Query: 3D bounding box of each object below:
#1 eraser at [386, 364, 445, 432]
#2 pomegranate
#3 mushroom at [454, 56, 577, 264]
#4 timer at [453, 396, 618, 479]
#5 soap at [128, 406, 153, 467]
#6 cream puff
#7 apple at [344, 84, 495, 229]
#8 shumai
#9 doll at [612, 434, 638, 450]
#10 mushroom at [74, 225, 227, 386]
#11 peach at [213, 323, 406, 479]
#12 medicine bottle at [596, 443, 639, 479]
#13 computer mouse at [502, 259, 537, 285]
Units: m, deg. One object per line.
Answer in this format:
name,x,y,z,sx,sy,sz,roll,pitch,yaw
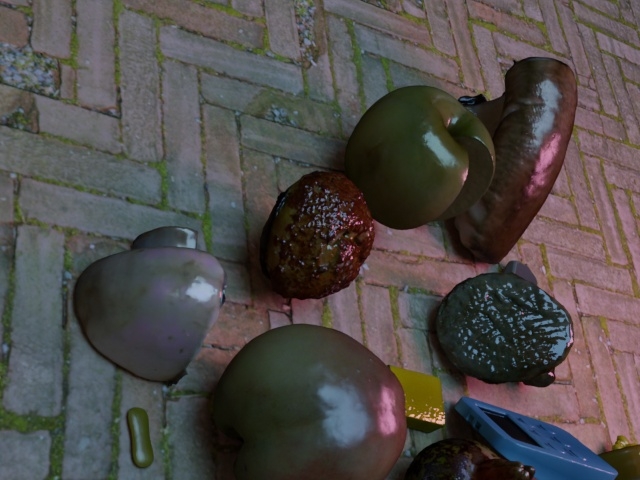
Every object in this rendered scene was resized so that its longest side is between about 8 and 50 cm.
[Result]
eraser,0.161,0.283,1.766,0.122,0.045,0.097,20,52,-31
pomegranate,0.252,0.416,1.609,0.214,0.248,0.214,21,52,-29
mushroom,0.425,-0.153,2.109,0.224,0.314,0.397,25,54,-30
timer,0.381,0.367,1.784,0.250,0.091,0.232,32,3,-20
soap,-0.259,0.282,1.418,0.034,0.012,0.089,7,60,-39
cream puff,0.000,-0.001,1.673,0.164,0.240,0.240,36,36,26
apple,0.190,-0.153,1.924,0.292,0.254,0.291,25,47,-30
shumai,0.355,0.195,1.953,0.272,0.203,0.222,27,73,8
doll,0.688,0.512,2.048,0.135,0.099,0.241,-33,86,-25
mushroom,-0.249,0.063,1.460,0.173,0.162,0.236,23,49,-32
peach,-0.010,0.264,1.473,0.292,0.247,0.292,0,57,0
medicine bottle,0.602,0.518,1.863,0.238,0.238,0.231,8,61,-38
computer mouse,0.416,0.106,2.101,0.089,0.056,0.181,47,36,-15
